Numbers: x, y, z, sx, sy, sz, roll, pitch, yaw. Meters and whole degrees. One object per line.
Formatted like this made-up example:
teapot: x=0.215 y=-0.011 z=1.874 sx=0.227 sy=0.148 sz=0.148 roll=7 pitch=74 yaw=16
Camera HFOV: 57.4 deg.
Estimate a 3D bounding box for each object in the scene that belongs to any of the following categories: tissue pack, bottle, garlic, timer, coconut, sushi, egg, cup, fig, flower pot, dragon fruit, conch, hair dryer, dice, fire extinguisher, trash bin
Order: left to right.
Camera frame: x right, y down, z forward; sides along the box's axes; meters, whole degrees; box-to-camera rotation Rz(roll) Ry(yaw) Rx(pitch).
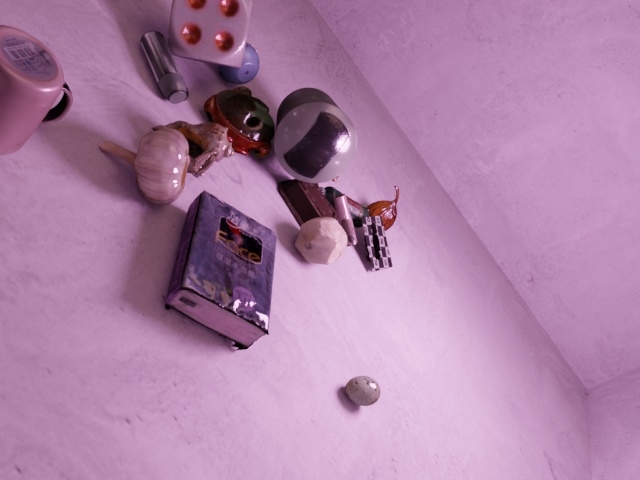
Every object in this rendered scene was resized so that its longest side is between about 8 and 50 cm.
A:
cup: x=-0.628 y=-0.309 z=1.213 sx=0.253 sy=0.200 sz=0.191 roll=0 pitch=59 yaw=-59
garlic: x=-0.444 y=-0.199 z=1.462 sx=0.226 sy=0.199 sz=0.199 roll=15 pitch=37 yaw=-7
bottle: x=-0.486 y=-0.542 z=1.838 sx=0.096 sy=0.079 sz=0.253 roll=2 pitch=56 yaw=-53
conch: x=-0.365 y=-0.267 z=1.646 sx=0.246 sy=0.162 sz=0.178 roll=19 pitch=16 yaw=-3
dice: x=-0.369 y=-0.726 z=1.954 sx=0.252 sy=0.259 sz=0.243 roll=8 pitch=11 yaw=-11
tissue pack: x=-0.243 y=0.066 z=1.487 sx=0.259 sy=0.122 sz=0.361 roll=35 pitch=35 yaw=-27
timer: x=-0.312 y=-0.702 z=2.201 sx=0.175 sy=0.175 sz=0.255 roll=27 pitch=42 yaw=-42
dragon fruit: x=-0.261 y=-0.408 z=2.001 sx=0.295 sy=0.130 sz=0.268 roll=13 pitch=43 yaw=-52
flower pot: x=-0.032 y=-0.130 z=2.085 sx=0.250 sy=0.084 sz=0.179 roll=58 pitch=28 yaw=6
trash bin: x=-0.030 y=-0.387 z=2.095 sx=0.280 sy=0.280 sz=0.432 roll=43 pitch=14 yaw=-22
coconut: x=0.001 y=0.003 z=1.912 sx=0.161 sy=0.161 sz=0.162 roll=56 pitch=28 yaw=2
fire extinguisher: x=0.066 y=-0.143 z=2.244 sx=0.294 sy=0.093 sz=0.118 roll=29 pitch=40 yaw=-41
hair dryer: x=0.089 y=-0.057 z=2.090 sx=0.220 sy=0.054 sz=0.195 roll=-84 pitch=159 yaw=-78
egg: x=0.121 y=0.433 z=1.685 sx=0.110 sy=0.085 sz=0.085 roll=13 pitch=46 yaw=-27
sushi: x=0.203 y=0.014 z=2.305 sx=0.192 sy=0.051 sz=0.215 roll=-7 pitch=84 yaw=-60
fig: x=0.286 y=-0.137 z=2.481 sx=0.134 sy=0.201 sz=0.146 roll=45 pitch=21 yaw=2

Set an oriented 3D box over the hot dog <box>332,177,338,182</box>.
hot dog: x=0.002 y=-0.332 z=2.394 sx=0.235 sy=0.062 sz=0.092 roll=55 pitch=27 yaw=7
